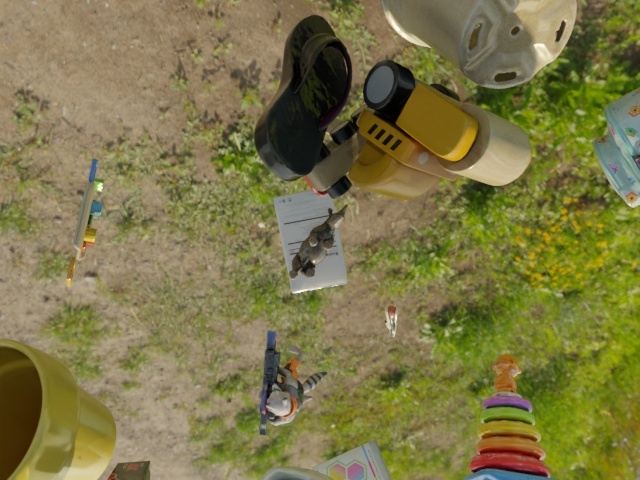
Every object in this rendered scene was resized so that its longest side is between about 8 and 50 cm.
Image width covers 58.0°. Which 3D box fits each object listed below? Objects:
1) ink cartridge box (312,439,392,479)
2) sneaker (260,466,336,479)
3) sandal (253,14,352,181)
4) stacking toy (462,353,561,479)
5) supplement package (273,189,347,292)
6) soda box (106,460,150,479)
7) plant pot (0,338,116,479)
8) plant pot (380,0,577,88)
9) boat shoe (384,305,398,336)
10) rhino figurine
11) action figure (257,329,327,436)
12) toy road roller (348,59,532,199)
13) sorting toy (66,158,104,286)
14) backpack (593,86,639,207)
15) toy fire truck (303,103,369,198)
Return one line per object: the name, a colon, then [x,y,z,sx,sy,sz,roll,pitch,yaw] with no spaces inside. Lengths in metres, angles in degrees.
ink cartridge box: [0.048,0.535,1.270,0.209,0.109,0.062,-23,152,-2]
sneaker: [0.043,0.366,0.663,0.114,0.305,0.152,-54,143,-20]
sandal: [-0.001,-0.295,1.126,0.107,0.446,0.167,-21,131,36]
stacking toy: [0.404,0.391,1.249,0.175,0.302,0.166,9,150,-3]
supplement package: [-0.026,-0.008,1.781,0.175,0.177,0.293,-11,96,2]
soda box: [-0.308,0.400,0.916,0.060,0.053,0.169,0,174,-10]
plant pot: [-0.469,0.313,0.937,0.254,0.254,0.239,-25,149,6]
plant pot: [0.317,-0.465,1.119,0.333,0.305,0.334,-10,136,-9]
boat shoe: [0.235,0.268,1.925,0.043,0.049,0.137,7,134,12]
rhino figurine: [0.000,0.000,1.552,0.073,0.106,0.243,33,100,-6]
action figure: [-0.096,0.450,1.875,0.178,0.330,0.341,6,101,12]
toy road roller: [0.197,-0.165,1.088,0.202,0.329,0.241,9,116,-40]
sorting toy: [-0.618,-0.044,1.549,0.047,0.348,0.196,12,165,-18]
backpack: [0.531,-0.154,0.940,0.144,0.188,0.166,-22,-177,36]
toy fire truck: [0.023,-0.222,1.339,0.217,0.246,0.158,-41,108,-10]
